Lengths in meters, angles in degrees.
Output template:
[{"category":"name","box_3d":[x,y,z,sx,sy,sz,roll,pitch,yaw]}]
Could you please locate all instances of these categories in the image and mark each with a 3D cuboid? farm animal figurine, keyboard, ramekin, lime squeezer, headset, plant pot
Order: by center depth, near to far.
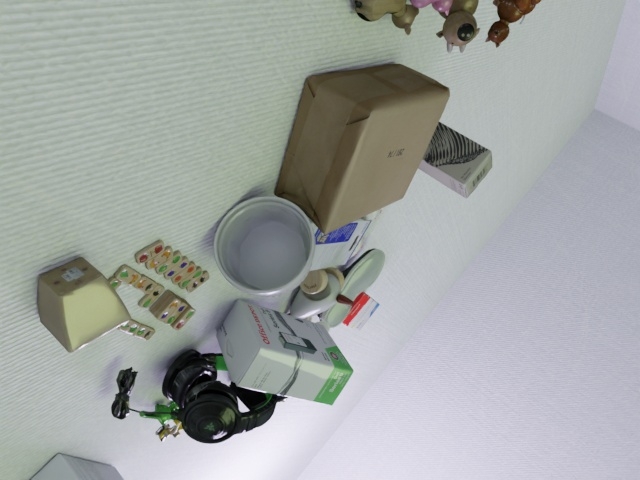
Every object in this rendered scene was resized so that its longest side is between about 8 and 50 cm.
[{"category":"plant pot","box_3d":[-0.389,0.093,0.867,0.109,0.109,0.096,-32,137,-36]},{"category":"farm animal figurine","box_3d":[0.246,-0.469,1.054,0.172,0.331,0.326,96,11,-45]},{"category":"ramekin","box_3d":[-0.110,0.022,1.127,0.207,0.207,0.109,-47,163,-11]},{"category":"headset","box_3d":[-0.277,0.338,1.247,0.395,0.243,0.185,-2,117,-37]},{"category":"lime squeezer","box_3d":[-0.367,0.435,1.373,0.110,0.058,0.310,-14,167,28]},{"category":"keyboard","box_3d":[-0.139,0.399,1.520,0.202,0.033,0.317,-25,-173,-18]}]

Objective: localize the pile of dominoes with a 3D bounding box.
[{"category":"pile of dominoes","box_3d":[-0.324,0.112,1.068,0.196,0.040,0.251,-48,155,-7]}]

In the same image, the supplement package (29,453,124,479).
[{"category":"supplement package","box_3d":[-0.546,0.640,1.213,0.198,0.199,0.262,-44,154,-16]}]

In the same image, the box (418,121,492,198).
[{"category":"box","box_3d":[0.288,-0.231,1.362,0.113,0.275,0.094,-52,155,-3]}]

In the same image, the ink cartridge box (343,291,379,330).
[{"category":"ink cartridge box","box_3d":[0.124,0.244,1.959,0.134,0.078,0.231,-52,155,-2]}]

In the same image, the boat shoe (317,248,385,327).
[{"category":"boat shoe","box_3d":[0.088,0.139,1.751,0.302,0.091,0.114,-49,128,-1]}]

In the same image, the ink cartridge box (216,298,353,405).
[{"category":"ink cartridge box","box_3d":[-0.092,0.284,1.363,0.289,0.211,0.121,23,106,-34]}]

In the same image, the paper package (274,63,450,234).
[{"category":"paper package","box_3d":[0.094,-0.210,1.195,0.325,0.168,0.309,-25,144,-45]}]

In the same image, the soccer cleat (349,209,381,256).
[{"category":"soccer cleat","box_3d":[0.104,-0.036,1.575,0.076,0.068,0.196,13,112,-48]}]

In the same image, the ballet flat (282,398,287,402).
[{"category":"ballet flat","box_3d":[-0.160,0.489,1.776,0.107,0.106,0.316,-58,155,13]}]

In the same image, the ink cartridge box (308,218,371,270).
[{"category":"ink cartridge box","box_3d":[0.000,0.000,1.437,0.333,0.065,0.165,-4,127,-56]}]

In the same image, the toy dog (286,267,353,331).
[{"category":"toy dog","box_3d":[-0.018,0.224,1.592,0.220,0.161,0.333,-22,142,-47]}]

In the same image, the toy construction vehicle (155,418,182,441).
[{"category":"toy construction vehicle","box_3d":[-0.362,0.473,1.357,0.098,0.035,0.086,-46,156,19]}]
